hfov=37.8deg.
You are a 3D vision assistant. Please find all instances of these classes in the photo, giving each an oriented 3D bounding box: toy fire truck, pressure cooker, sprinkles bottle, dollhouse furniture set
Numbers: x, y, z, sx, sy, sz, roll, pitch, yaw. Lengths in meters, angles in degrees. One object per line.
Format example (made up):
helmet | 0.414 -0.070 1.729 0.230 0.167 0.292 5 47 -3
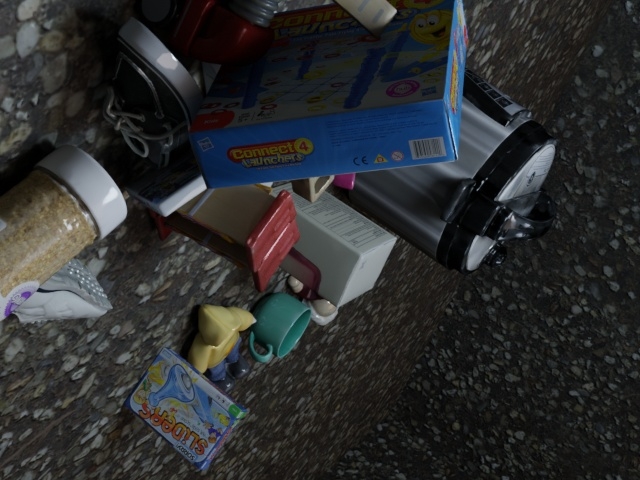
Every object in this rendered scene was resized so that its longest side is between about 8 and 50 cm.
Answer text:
toy fire truck | -0.058 -0.296 1.133 0.217 0.246 0.158 -61 159 18
pressure cooker | 0.301 -0.134 1.982 0.370 0.420 0.375 -44 158 -23
sprinkles bottle | -0.394 0.036 1.092 0.355 0.121 0.121 -44 158 -26
dollhouse furniture set | -0.078 -0.132 1.457 0.374 0.201 0.152 -54 161 -22

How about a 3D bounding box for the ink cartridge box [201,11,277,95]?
ink cartridge box | -0.108 -0.285 1.345 0.145 0.045 0.179 -46 162 -24

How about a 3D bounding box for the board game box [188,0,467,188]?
board game box | 0.023 -0.200 1.178 0.302 0.308 0.086 -77 156 -50

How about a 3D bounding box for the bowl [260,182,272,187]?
bowl | -0.134 -0.091 1.593 0.142 0.053 0.142 -58 160 14

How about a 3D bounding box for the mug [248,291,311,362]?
mug | -0.100 0.181 2.039 0.158 0.097 0.129 -25 143 -63

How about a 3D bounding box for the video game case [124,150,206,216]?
video game case | -0.162 -0.109 1.286 0.201 0.183 0.023 -36 113 -15

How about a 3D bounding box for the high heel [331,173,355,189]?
high heel | 0.085 -0.207 1.809 0.244 0.117 0.082 -47 159 -21

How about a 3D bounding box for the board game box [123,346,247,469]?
board game box | -0.255 0.313 1.753 0.136 0.201 0.035 -55 160 0

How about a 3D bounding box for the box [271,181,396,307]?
box | 0.000 0.000 1.780 0.149 0.232 0.126 -23 143 -56

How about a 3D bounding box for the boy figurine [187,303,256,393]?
boy figurine | -0.194 0.202 1.883 0.177 0.092 0.285 -42 160 -25

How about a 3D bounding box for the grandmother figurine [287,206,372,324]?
grandmother figurine | 0.019 0.077 2.145 0.208 0.104 0.342 -11 143 -18

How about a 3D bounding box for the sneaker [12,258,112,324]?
sneaker | -0.374 0.073 1.283 0.095 0.090 0.235 -43 157 4

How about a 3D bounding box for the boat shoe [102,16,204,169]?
boat shoe | -0.219 -0.170 1.179 0.105 0.113 0.306 -44 175 -11
